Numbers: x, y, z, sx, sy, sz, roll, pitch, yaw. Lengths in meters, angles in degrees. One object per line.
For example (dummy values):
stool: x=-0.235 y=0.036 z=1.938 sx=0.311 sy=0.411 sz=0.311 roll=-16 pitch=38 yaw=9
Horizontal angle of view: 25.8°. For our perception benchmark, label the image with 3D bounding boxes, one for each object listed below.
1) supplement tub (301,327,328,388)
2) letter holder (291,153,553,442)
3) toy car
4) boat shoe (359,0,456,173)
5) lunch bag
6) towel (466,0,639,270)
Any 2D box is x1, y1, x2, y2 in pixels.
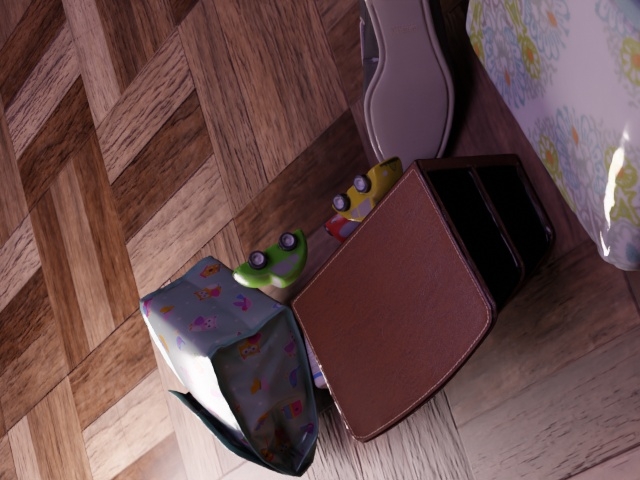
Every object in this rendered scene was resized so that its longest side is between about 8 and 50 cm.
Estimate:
supplement tub: x=0.016 y=0.135 z=1.825 sx=0.071 sy=0.071 sz=0.107 roll=-33 pitch=66 yaw=51
letter holder: x=0.131 y=0.076 z=1.593 sx=0.302 sy=0.152 sz=0.214 roll=-50 pitch=56 yaw=44
toy car: x=0.000 y=0.000 z=1.669 sx=0.053 sy=0.225 sz=0.239 roll=56 pitch=167 yaw=8
boat shoe: x=0.100 y=-0.235 z=1.631 sx=0.095 sy=0.112 sz=0.335 roll=-73 pitch=-23 yaw=-58
lunch bag: x=-0.113 y=0.186 z=1.915 sx=0.223 sy=0.160 sz=0.262 roll=32 pitch=147 yaw=51
towel: x=0.256 y=-0.204 z=1.347 sx=0.321 sy=0.090 sz=0.374 roll=89 pitch=160 yaw=-53
